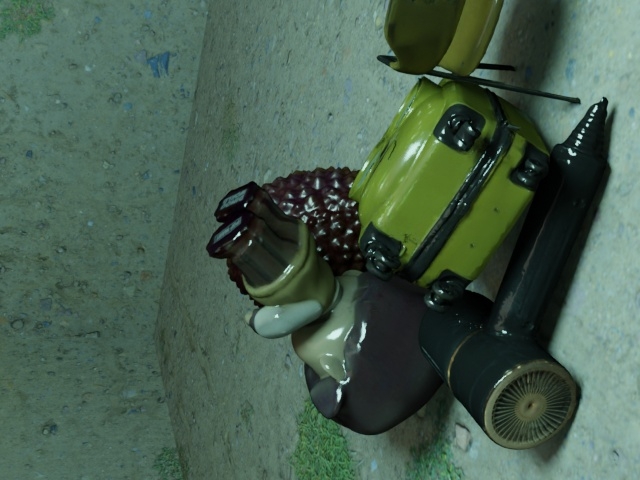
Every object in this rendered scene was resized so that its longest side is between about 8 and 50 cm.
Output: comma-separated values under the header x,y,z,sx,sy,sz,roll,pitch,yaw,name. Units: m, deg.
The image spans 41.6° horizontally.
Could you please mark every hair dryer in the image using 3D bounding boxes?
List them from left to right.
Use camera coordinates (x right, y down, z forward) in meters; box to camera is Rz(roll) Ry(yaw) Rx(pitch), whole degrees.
x,y,z,sx,sy,sz,roll,pitch,yaw,name
0.218,0.017,0.875,0.189,0.107,0.352,-129,54,-62,hair dryer

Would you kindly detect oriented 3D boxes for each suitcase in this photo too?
x,y,z,sx,sy,sz,roll,pitch,yaw,name
0.125,-0.064,0.872,0.194,0.143,0.235,-59,6,22,suitcase

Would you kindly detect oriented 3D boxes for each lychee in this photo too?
x,y,z,sx,sy,sz,roll,pitch,yaw,name
0.000,0.000,1.236,0.271,0.271,0.272,-177,90,-69,lychee

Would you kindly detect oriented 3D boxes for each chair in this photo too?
x,y,z,sx,sy,sz,roll,pitch,yaw,name
0.152,-0.240,0.842,0.172,0.246,0.159,-122,41,-57,chair

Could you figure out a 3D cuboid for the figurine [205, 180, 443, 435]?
x,y,z,sx,sy,sz,roll,pitch,yaw,name
0.000,0.101,1.044,0.206,0.365,0.218,-51,23,19,figurine
